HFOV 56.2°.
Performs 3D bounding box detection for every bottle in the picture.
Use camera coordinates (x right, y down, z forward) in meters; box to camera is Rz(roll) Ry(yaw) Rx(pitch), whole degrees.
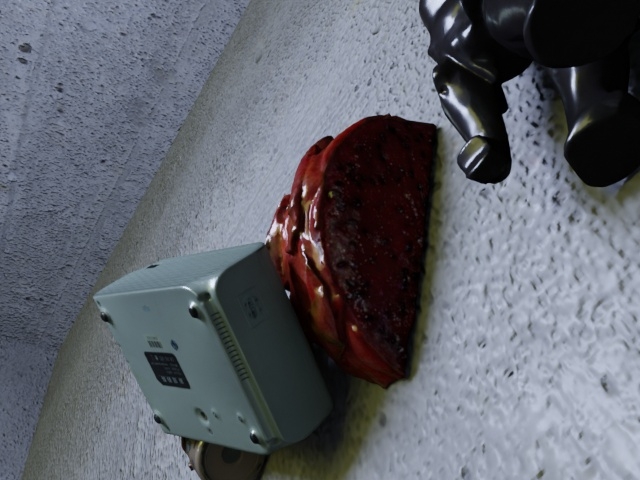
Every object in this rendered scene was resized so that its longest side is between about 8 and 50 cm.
[{"bbox_3d":[-0.138,0.258,0.787,0.152,0.099,0.098,5,72,65],"label":"bottle"}]

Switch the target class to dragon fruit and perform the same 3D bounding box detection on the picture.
[{"bbox_3d":[0.000,0.000,0.679,0.205,0.152,0.316,-31,42,53],"label":"dragon fruit"}]

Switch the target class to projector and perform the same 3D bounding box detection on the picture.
[{"bbox_3d":[-0.128,0.122,0.670,0.251,0.198,0.108,-9,19,44],"label":"projector"}]

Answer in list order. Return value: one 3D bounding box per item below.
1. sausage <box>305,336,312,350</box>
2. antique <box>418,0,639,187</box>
[{"bbox_3d":[-0.069,0.146,0.775,0.179,0.089,0.089,-27,45,49],"label":"sausage"},{"bbox_3d":[0.195,-0.214,0.446,0.322,0.185,0.255,-57,29,33],"label":"antique"}]
